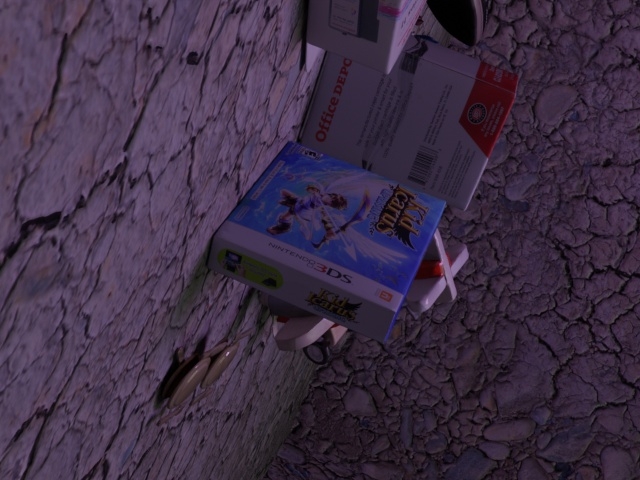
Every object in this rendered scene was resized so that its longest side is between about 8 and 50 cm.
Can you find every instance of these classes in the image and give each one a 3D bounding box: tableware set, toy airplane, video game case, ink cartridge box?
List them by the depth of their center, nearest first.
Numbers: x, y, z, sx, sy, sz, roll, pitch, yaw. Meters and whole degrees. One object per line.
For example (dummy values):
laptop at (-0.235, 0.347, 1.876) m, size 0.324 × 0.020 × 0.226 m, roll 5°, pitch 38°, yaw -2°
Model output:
ink cartridge box at (0.078, -0.347, 1.065) m, size 0.353 × 0.119 × 0.207 m, roll 98°, pitch 16°, yaw -65°
video game case at (0.018, -0.011, 1.206) m, size 0.269 × 0.244 × 0.061 m, roll -58°, pitch 169°, yaw -51°
tableware set at (-0.171, 0.176, 1.265) m, size 0.128 × 0.039 × 0.194 m, roll -56°, pitch 170°, yaw 13°
ink cartridge box at (0.130, -0.194, 1.355) m, size 0.114 × 0.273 × 0.197 m, roll -61°, pitch 172°, yaw -61°
toy airplane at (0.062, 0.039, 1.616) m, size 0.384 × 0.272 × 0.386 m, roll -35°, pitch -173°, yaw 0°

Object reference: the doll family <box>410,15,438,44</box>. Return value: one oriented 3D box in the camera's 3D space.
doll family at (0.128, -0.324, 1.681) m, size 0.263 × 0.118 × 0.163 m, roll -93°, pitch -165°, yaw -63°

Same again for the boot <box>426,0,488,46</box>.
boot at (0.302, -0.533, 1.546) m, size 0.284 × 0.138 × 0.377 m, roll -43°, pitch 148°, yaw -10°
